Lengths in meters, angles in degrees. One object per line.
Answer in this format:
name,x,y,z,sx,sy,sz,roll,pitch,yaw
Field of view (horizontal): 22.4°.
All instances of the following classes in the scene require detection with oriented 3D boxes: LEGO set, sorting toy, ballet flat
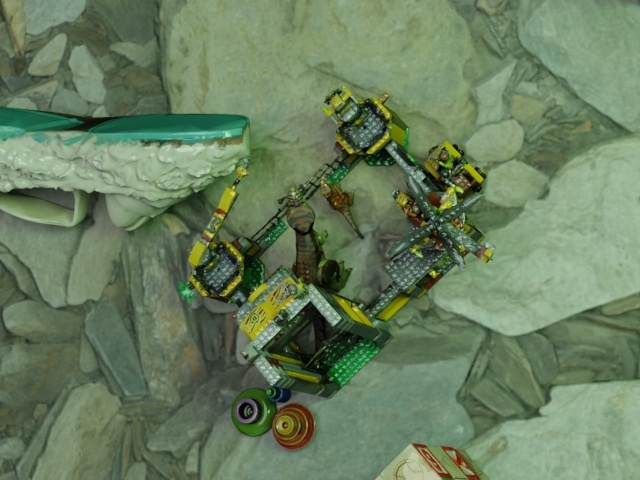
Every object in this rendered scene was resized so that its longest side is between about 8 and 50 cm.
LEGO set,0.000,0.000,1.619,0.331,0.192,0.255,-37,70,11
sorting toy,-0.053,0.181,1.688,0.102,0.042,0.061,15,86,23
ballet flat,-0.250,-0.080,1.783,0.409,0.147,0.147,5,82,25

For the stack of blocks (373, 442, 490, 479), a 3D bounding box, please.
stack of blocks,0.038,0.330,1.557,0.297,0.171,0.087,-45,68,9
